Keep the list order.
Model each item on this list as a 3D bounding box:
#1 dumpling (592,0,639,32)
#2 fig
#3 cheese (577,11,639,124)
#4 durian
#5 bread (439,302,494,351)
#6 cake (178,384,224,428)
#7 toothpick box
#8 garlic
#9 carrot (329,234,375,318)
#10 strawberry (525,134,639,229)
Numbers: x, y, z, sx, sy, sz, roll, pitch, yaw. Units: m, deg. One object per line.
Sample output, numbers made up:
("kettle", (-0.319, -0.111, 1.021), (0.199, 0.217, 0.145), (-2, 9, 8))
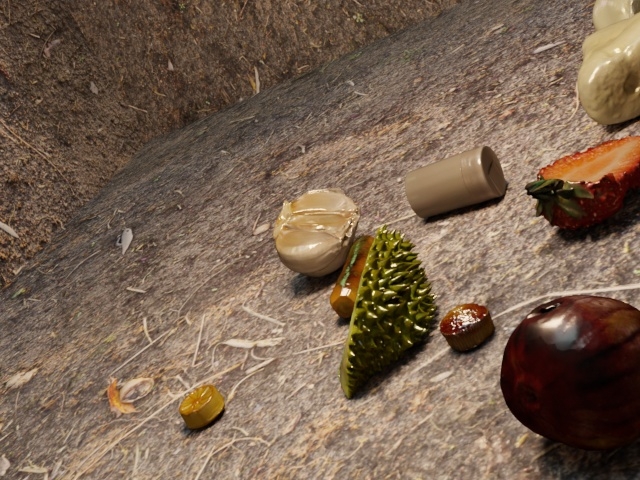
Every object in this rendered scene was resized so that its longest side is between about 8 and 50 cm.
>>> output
("dumpling", (0.768, -0.587, 2.263), (0.318, 0.187, 0.243), (-48, -16, -25))
("fig", (0.345, 0.138, 1.157), (0.249, 0.186, 0.203), (-30, 0, -25))
("cheese", (0.647, -0.353, 1.934), (0.247, 0.174, 0.251), (-23, 18, 41))
("durian", (0.099, 0.095, 1.626), (0.169, 0.157, 0.355), (-37, 14, 29))
("bread", (0.229, 0.131, 1.497), (0.085, 0.053, 0.085), (-25, 20, 10))
("cake", (-0.211, 0.298, 1.698), (0.084, 0.044, 0.084), (-27, 20, 11))
("toothpick box", (0.277, -0.119, 1.956), (0.180, 0.111, 0.111), (-17, 23, 32))
("garlic", (0.000, 0.000, 2.009), (0.178, 0.143, 0.229), (2, 35, 21))
("carrot", (0.070, 0.067, 1.854), (0.070, 0.070, 0.260), (-21, 20, 20))
("strawberry", (0.475, -0.091, 1.651), (0.286, 0.106, 0.188), (-25, 21, -28))
